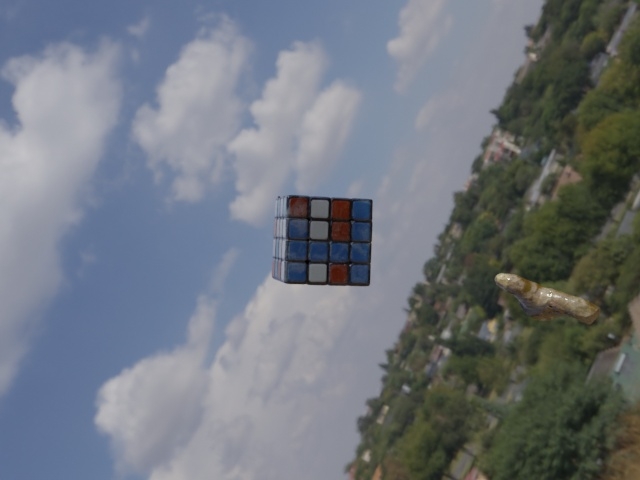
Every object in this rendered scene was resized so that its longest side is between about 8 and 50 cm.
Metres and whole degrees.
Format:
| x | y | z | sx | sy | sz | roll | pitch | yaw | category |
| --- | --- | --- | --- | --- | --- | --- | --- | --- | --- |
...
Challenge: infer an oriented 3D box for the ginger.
| x | y | z | sx | sy | sz | roll | pitch | yaw | category |
| --- | --- | --- | --- | --- | --- | --- | --- | --- | --- |
| 0.202 | 0.057 | 0.737 | 0.030 | 0.097 | 0.048 | -65 | -27 | -9 | ginger |

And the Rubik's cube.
| x | y | z | sx | sy | sz | roll | pitch | yaw | category |
| --- | --- | --- | --- | --- | --- | --- | --- | --- | --- |
| 0.000 | 0.000 | 0.874 | 0.092 | 0.092 | 0.092 | -175 | 88 | -78 | Rubik's cube |
